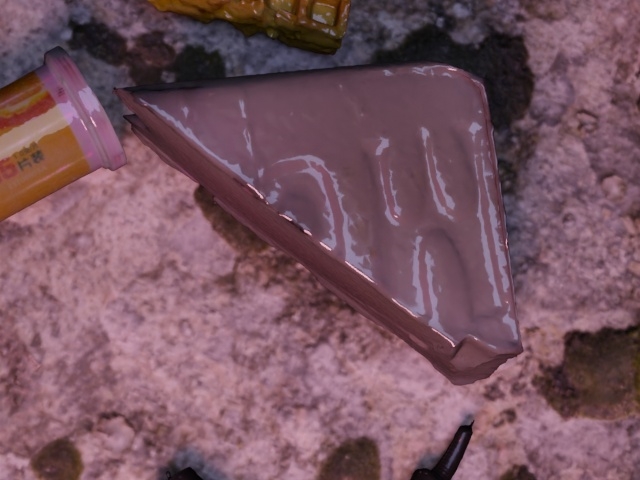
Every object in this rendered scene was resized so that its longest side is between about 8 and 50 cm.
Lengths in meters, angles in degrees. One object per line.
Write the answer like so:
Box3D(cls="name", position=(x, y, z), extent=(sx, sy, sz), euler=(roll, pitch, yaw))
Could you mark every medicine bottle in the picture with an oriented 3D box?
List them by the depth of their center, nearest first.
Box3D(cls="medicine bottle", position=(-0.359, -0.003, 1.020), extent=(0.426, 0.108, 0.108), euler=(-30, 88, -13))

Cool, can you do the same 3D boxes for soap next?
Box3D(cls="soap", position=(0.000, 0.000, 1.062), extent=(0.302, 0.159, 0.258), euler=(-6, 85, -9))

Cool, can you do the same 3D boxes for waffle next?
Box3D(cls="waffle", position=(-0.067, -0.289, 1.138), extent=(0.219, 0.057, 0.229), euler=(12, 79, -8))

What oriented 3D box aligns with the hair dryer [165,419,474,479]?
Box3D(cls="hair dryer", position=(0.018, 0.225, 1.085), extent=(0.271, 0.091, 0.235), euler=(-37, 79, -25))
